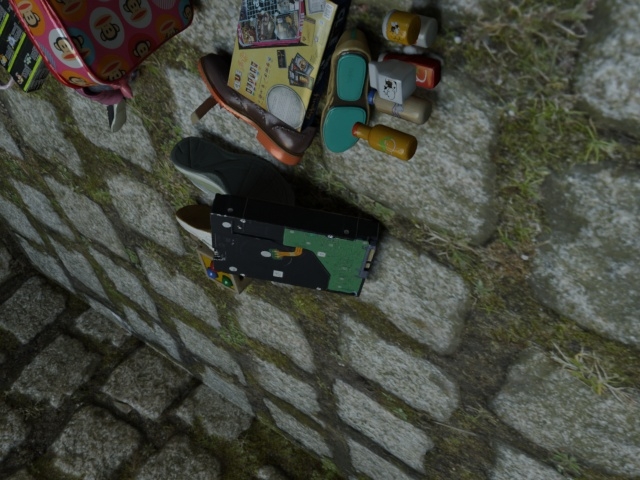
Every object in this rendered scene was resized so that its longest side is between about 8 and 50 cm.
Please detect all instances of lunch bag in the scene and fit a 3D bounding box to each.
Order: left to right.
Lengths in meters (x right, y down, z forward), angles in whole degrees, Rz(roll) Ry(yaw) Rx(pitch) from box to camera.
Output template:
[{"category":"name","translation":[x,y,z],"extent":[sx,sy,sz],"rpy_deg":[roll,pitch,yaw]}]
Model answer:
[{"category":"lunch bag","translation":[-0.361,-0.419,1.049],"extent":[0.120,0.293,0.258],"rpy_deg":[3,131,35]}]

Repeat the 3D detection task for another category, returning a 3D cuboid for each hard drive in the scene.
[{"category":"hard drive","translation":[-0.060,0.014,1.354],"extent":[0.338,0.064,0.237],"rpy_deg":[11,147,0]}]

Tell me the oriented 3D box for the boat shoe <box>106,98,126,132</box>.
[{"category":"boat shoe","translation":[-0.524,-0.324,1.620],"extent":[0.038,0.046,0.125],"rpy_deg":[39,148,5]}]

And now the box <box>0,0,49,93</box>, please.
[{"category":"box","translation":[-0.588,-0.419,1.243],"extent":[0.184,0.045,0.190],"rpy_deg":[48,128,-2]}]

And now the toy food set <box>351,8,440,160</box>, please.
[{"category":"toy food set","translation":[0.101,-0.238,0.919],"extent":[0.104,0.111,0.232],"rpy_deg":[25,149,27]}]

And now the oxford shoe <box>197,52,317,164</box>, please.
[{"category":"oxford shoe","translation":[-0.114,-0.268,1.189],"extent":[0.271,0.097,0.098],"rpy_deg":[44,122,4]}]

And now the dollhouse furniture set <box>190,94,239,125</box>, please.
[{"category":"dollhouse furniture set","translation":[-0.208,-0.246,1.281],"extent":[0.081,0.114,0.091],"rpy_deg":[45,148,-15]}]

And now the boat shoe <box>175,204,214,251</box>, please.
[{"category":"boat shoe","translation":[-0.266,-0.010,1.663],"extent":[0.276,0.098,0.096],"rpy_deg":[24,135,27]}]

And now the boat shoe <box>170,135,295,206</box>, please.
[{"category":"boat shoe","translation":[-0.190,-0.127,1.418],"extent":[0.320,0.118,0.103],"rpy_deg":[25,160,19]}]

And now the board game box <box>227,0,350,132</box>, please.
[{"category":"board game box","translation":[-0.059,-0.316,1.031],"extent":[0.165,0.042,0.243],"rpy_deg":[35,138,11]}]

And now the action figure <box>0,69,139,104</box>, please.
[{"category":"action figure","translation":[-0.521,-0.393,1.324],"extent":[0.370,0.275,0.248],"rpy_deg":[40,148,32]}]

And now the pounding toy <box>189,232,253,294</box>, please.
[{"category":"pounding toy","translation":[-0.299,0.033,1.776],"extent":[0.206,0.094,0.181],"rpy_deg":[25,147,27]}]

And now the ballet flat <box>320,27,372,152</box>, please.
[{"category":"ballet flat","translation":[0.046,-0.240,1.034],"extent":[0.080,0.073,0.232],"rpy_deg":[6,147,-5]}]
